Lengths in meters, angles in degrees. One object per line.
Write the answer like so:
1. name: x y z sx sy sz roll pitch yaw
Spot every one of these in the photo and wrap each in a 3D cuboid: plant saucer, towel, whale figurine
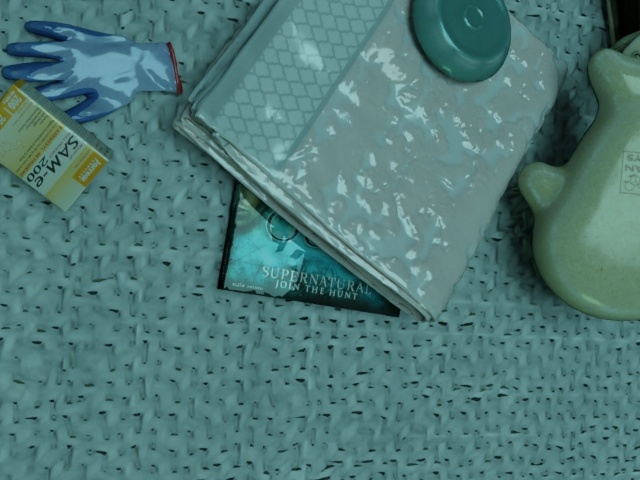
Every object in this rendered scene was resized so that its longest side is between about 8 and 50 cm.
1. plant saucer: 0.145 -0.215 0.872 0.119 0.021 0.119 5 79 -27
2. towel: 0.071 -0.141 0.866 0.317 0.053 0.332 38 70 -17
3. whale figurine: 0.310 -0.056 0.925 0.216 0.141 0.272 4 94 4

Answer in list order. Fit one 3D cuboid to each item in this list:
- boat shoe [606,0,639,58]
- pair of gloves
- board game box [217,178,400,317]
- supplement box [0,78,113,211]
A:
1. boat shoe: 0.359 -0.198 0.982 0.098 0.109 0.303 -1 86 -15
2. pair of gloves: -0.207 -0.204 0.788 0.159 0.023 0.198 -10 94 -24
3. board game box: 0.000 0.000 0.868 0.186 0.026 0.126 10 86 -22
4. supplement box: -0.235 -0.080 0.755 0.098 0.036 0.062 39 100 -17
